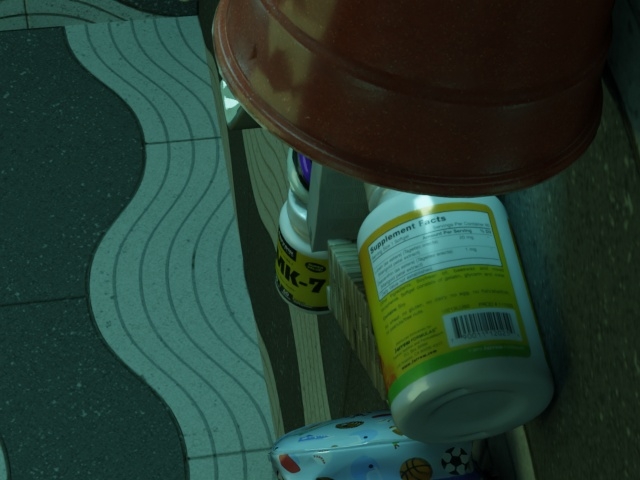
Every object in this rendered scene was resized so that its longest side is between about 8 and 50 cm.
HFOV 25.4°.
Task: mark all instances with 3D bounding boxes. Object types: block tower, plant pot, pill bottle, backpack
[{"bbox_3d":[0.078,0.078,1.586,0.335,0.091,0.097,-127,33,-73],"label":"block tower"},{"bbox_3d":[0.086,-0.213,0.874,0.265,0.272,0.272,105,159,-45],"label":"plant pot"},{"bbox_3d":[0.000,0.000,1.938,0.208,0.119,0.119,96,165,-55],"label":"pill bottle"},{"bbox_3d":[0.107,0.037,1.216,0.136,0.136,0.245,99,163,-58],"label":"pill bottle"},{"bbox_3d":[0.053,0.270,1.374,0.263,0.276,0.213,101,167,-83],"label":"backpack"}]

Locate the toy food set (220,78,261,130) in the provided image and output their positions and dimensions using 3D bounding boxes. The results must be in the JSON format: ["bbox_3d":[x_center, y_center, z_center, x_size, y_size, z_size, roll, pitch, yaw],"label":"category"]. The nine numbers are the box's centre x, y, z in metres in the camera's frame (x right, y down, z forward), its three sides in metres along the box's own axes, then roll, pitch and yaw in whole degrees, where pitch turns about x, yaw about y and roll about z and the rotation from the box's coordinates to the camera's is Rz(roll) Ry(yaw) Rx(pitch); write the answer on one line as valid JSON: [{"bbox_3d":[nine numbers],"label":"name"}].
[{"bbox_3d":[0.027,-0.170,1.325,0.306,0.220,0.092,162,102,-81],"label":"toy food set"}]

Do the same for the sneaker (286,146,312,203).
[{"bbox_3d":[0.017,-0.203,1.813,0.146,0.102,0.293,142,125,-65],"label":"sneaker"}]

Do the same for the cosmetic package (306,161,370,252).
[{"bbox_3d":[0.040,-0.078,1.704,0.239,0.099,0.060,98,166,-56],"label":"cosmetic package"}]
